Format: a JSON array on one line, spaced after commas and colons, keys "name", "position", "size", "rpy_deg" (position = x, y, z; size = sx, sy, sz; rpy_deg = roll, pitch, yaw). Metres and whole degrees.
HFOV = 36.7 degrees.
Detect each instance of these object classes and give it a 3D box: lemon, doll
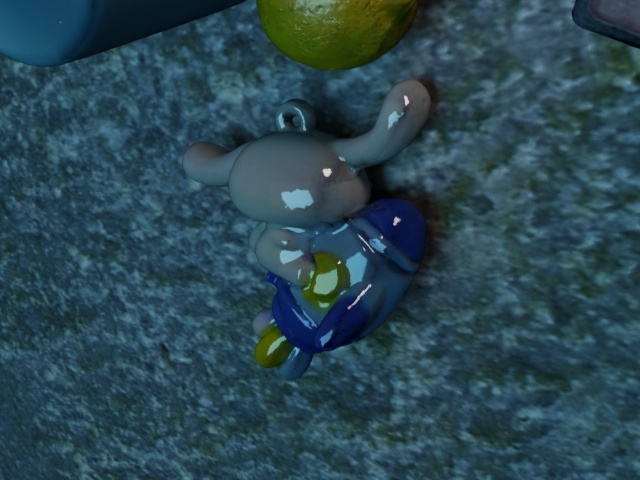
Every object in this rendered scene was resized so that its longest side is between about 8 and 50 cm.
[{"name": "lemon", "position": [0.022, -0.270, 1.044], "size": [0.206, 0.173, 0.173], "rpy_deg": [11, 122, 40]}, {"name": "doll", "position": [0.007, -0.002, 1.241], "size": [0.376, 0.187, 0.366], "rpy_deg": [-4, 102, 56]}]

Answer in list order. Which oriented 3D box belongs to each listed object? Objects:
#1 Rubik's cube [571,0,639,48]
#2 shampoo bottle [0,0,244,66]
[{"name": "Rubik's cube", "position": [0.390, -0.261, 0.620], "size": [0.305, 0.301, 0.304], "rpy_deg": [32, 132, 25]}, {"name": "shampoo bottle", "position": [-0.226, -0.393, 1.069], "size": [0.331, 0.342, 0.331], "rpy_deg": [22, 127, 31]}]
